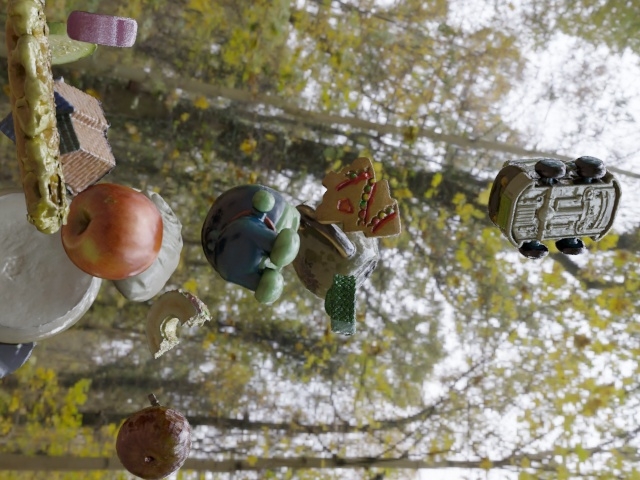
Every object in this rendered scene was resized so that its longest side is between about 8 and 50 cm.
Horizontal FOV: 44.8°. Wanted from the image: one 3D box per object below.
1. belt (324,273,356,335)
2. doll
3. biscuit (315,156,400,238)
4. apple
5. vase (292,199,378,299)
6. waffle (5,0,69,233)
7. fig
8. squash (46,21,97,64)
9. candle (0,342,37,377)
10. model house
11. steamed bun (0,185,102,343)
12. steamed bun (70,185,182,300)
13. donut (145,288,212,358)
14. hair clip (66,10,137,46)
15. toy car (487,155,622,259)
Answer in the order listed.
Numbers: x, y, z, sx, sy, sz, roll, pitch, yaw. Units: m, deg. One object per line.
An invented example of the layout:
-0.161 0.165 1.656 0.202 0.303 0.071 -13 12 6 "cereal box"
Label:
0.047 0.153 1.853 0.121 0.079 0.151 -82 171 -64 "belt"
-0.134 -0.006 1.480 0.322 0.186 0.198 -121 -127 -81 "doll"
0.108 -0.091 1.970 0.212 0.238 0.041 -52 179 -13 "biscuit"
-0.337 -0.013 1.273 0.163 0.139 0.163 -13 -111 36 "apple"
0.000 0.000 2.187 0.241 0.302 0.329 -46 162 -16 "vase"
-0.319 -0.147 0.870 0.291 0.051 0.291 173 -90 -71 "waffle"
-0.337 0.411 1.594 0.149 0.148 0.202 -61 178 -12 "fig"
-0.785 -0.576 2.275 0.252 0.252 0.049 -14 -97 62 "squash"
-0.892 0.217 2.035 0.342 0.221 0.221 23 -78 50 "candle"
-0.509 -0.200 1.479 0.166 0.172 0.183 -35 -115 10 "model house"
-0.604 0.049 1.577 0.206 0.324 0.324 166 -69 -65 "steamed bun"
-0.462 -0.012 1.962 0.310 0.219 0.324 56 -5 5 "steamed bun"
-0.307 0.164 1.640 0.166 0.065 0.108 -42 -119 21 "donut"
-0.393 -0.384 1.414 0.022 0.137 0.054 34 -63 42 "hair clip"
0.450 -0.094 1.560 0.198 0.248 0.204 -117 -153 -58 "toy car"
